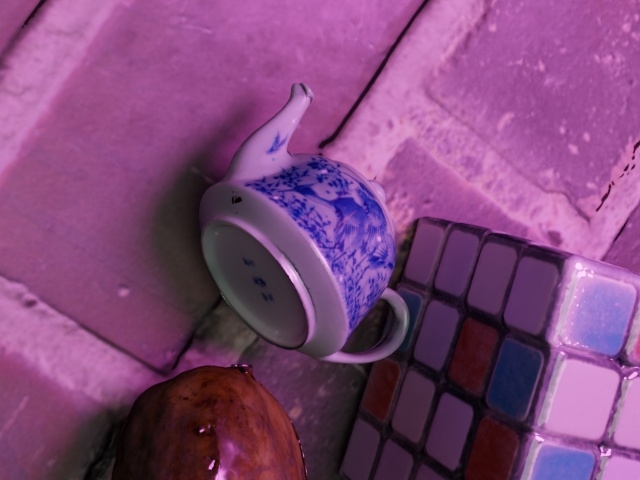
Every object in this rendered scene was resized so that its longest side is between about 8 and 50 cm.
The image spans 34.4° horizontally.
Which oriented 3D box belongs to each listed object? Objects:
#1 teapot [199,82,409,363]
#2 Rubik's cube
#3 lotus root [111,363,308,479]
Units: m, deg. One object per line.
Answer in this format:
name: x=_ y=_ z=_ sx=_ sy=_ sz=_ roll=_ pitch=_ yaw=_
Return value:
teapot: x=0.000 y=0.000 z=0.813 sx=0.159 sy=0.159 sz=0.231 roll=-31 pitch=109 yaw=-14
Rubik's cube: x=0.202 y=0.141 z=0.848 sx=0.256 sy=0.259 sz=0.253 roll=16 pitch=91 yaw=-23
lotus root: x=-0.079 y=0.235 z=0.773 sx=0.160 sy=0.152 sz=0.274 roll=27 pitch=43 yaw=-55
